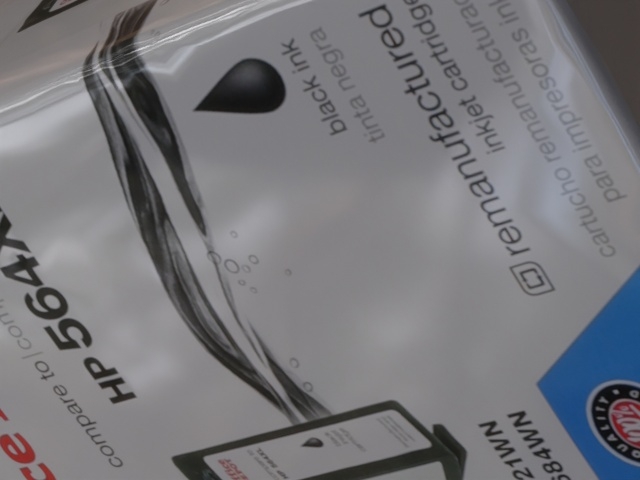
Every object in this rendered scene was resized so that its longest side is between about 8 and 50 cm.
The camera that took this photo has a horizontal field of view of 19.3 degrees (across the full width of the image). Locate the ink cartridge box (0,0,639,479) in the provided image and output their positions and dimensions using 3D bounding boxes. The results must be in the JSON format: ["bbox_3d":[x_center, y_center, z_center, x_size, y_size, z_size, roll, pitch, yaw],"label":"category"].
[{"bbox_3d":[0.000,0.000,0.427,0.203,0.086,0.148,-19,117,33],"label":"ink cartridge box"}]
